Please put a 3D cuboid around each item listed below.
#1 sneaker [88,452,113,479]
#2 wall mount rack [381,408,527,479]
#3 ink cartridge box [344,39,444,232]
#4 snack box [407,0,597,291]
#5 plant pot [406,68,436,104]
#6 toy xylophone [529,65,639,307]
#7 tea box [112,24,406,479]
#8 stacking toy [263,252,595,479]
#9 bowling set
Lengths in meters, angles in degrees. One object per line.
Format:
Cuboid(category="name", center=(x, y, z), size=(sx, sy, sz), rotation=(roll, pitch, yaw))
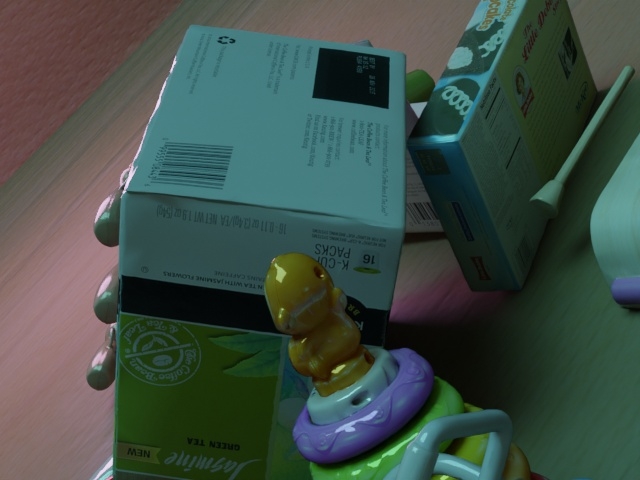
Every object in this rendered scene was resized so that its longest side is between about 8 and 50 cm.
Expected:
Cuboid(category="sneaker", center=(-0.175, 0.226, 1.286), size=(0.270, 0.090, 0.145), rotation=(-41, 22, -10))
Cuboid(category="wall mount rack", center=(0.115, 0.266, 0.616), size=(0.350, 0.130, 0.304), rotation=(22, 104, 38))
Cuboid(category="ink cartridge box", center=(0.023, -0.117, 1.319), size=(0.296, 0.261, 0.066), rotation=(-1, 45, 45))
Cuboid(category="snack box", center=(0.192, -0.127, 1.207), size=(0.060, 0.187, 0.322), rotation=(-3, 41, 33))
Cuboid(category="plant pot", center=(0.112, -0.187, 1.602), size=(0.079, 0.083, 0.083), rotation=(-34, 20, -16))
Cuboid(category="toy xylophone", center=(0.329, -0.082, 1.057), size=(0.323, 0.081, 0.236), rotation=(-49, 24, -19))
Cuboid(category="tea box", center=(-0.048, 0.025, 1.089), size=(0.219, 0.324, 0.329), rotation=(7, 31, 0))
Cuboid(category="stacking toy", center=(0.048, 0.136, 0.810), size=(0.165, 0.302, 0.175), rotation=(-25, 17, 31))
Cuboid(category="bowling set", center=(-0.191, 0.064, 1.552), size=(0.154, 0.199, 0.287), rotation=(-78, 0, -62))
